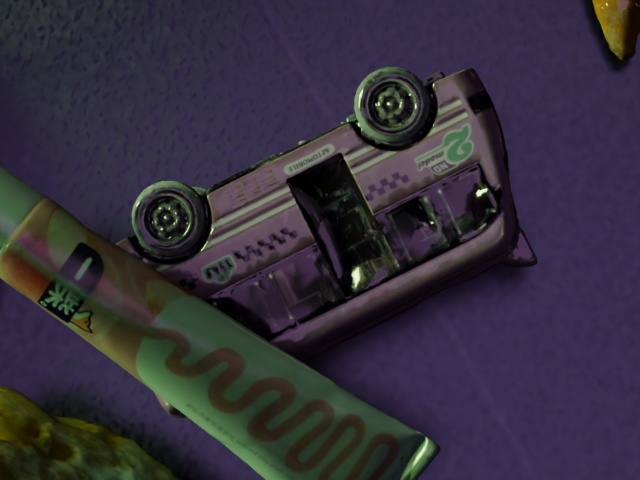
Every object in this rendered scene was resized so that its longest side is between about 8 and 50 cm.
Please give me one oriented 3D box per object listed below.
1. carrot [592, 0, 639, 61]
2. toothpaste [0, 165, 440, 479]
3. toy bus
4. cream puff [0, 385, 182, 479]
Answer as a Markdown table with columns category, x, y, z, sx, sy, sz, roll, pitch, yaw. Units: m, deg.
| category | x | y | z | sx | sy | sz | roll | pitch | yaw |
| --- | --- | --- | --- | --- | --- | --- | --- | --- | --- |
| carrot | 0.119 | -0.206 | 0.715 | 0.061 | 0.061 | 0.257 | -12 | 87 | 3 |
| toothpaste | -0.052 | 0.043 | 0.637 | 0.205 | 0.036 | 0.056 | 35 | 103 | -5 |
| toy bus | 0.000 | 0.000 | 0.688 | 0.178 | 0.087 | 0.098 | -27 | 87 | 4 |
| cream puff | -0.117 | 0.165 | 0.646 | 0.221 | 0.195 | 0.195 | 34 | 88 | -6 |
